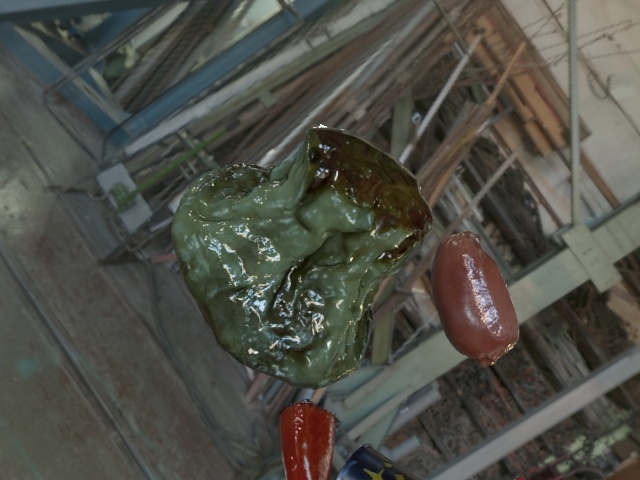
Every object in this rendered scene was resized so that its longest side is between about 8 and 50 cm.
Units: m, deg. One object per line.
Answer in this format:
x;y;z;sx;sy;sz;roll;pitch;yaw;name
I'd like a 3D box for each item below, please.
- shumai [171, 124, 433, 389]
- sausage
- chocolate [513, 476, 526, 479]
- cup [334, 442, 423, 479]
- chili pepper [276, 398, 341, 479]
0.000;0.000;1.045;0.397;0.323;0.324;52;36;0;shumai
0.294;0.114;1.321;0.148;0.148;0.254;39;32;-71;sausage
0.357;0.546;0.990;0.360;0.161;0.341;51;-1;41;chocolate
0.132;0.565;1.322;0.256;0.255;0.178;25;-38;28;cup
-0.012;0.287;0.843;0.088;0.065;0.169;32;30;-23;chili pepper
